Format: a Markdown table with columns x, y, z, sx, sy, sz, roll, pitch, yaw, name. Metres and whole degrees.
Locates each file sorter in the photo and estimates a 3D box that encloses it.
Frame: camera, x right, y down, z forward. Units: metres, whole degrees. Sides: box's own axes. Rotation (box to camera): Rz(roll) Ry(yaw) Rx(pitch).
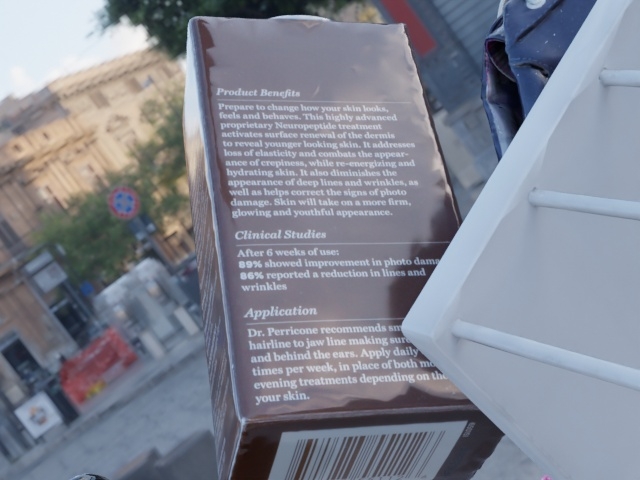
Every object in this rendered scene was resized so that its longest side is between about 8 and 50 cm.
| x | y | z | sx | sy | sz | roll | pitch | yaw | name |
| --- | --- | --- | --- | --- | --- | --- | --- | --- | --- |
| 0.210 | -0.010 | 0.435 | 0.173 | 0.193 | 0.277 | 11 | 63 | 50 | file sorter |

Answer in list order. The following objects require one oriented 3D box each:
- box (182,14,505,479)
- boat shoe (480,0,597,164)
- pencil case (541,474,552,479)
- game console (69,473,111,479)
| x | y | z | sx | sy | sz | roll | pitch | yaw | name |
| --- | --- | --- | --- | --- | --- | --- | --- | --- | --- |
| 0.000 | 0.000 | 0.815 | 0.191 | 0.381 | 0.143 | 0 | -36 | -13 | box |
| 0.185 | -0.180 | 0.691 | 0.158 | 0.340 | 0.127 | -2 | -15 | -5 | boat shoe |
| 0.335 | 0.470 | 1.549 | 0.124 | 0.124 | 0.284 | -43 | -23 | -52 | pencil case |
| -0.149 | 0.369 | 0.775 | 0.173 | 0.250 | 0.293 | 24 | 75 | 50 | game console |
